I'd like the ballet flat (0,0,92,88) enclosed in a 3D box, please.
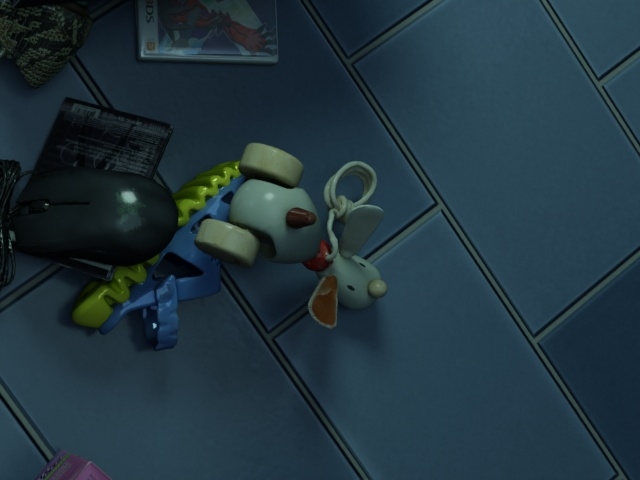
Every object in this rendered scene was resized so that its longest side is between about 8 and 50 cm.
[{"bbox_3d":[-0.526,-0.350,1.711,0.483,0.164,0.182,33,95,-16],"label":"ballet flat"}]

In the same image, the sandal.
[{"bbox_3d":[-0.182,0.024,1.812,0.138,0.126,0.317,45,81,-14],"label":"sandal"}]

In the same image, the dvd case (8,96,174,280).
[{"bbox_3d":[-0.303,-0.070,1.772,0.164,0.018,0.221,16,74,19],"label":"dvd case"}]

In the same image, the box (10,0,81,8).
[{"bbox_3d":[-0.189,-0.581,1.698,0.471,0.297,0.480,-13,83,-31],"label":"box"}]

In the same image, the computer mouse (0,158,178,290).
[{"bbox_3d":[-0.316,-0.028,1.708,0.272,0.072,0.188,-2,70,13],"label":"computer mouse"}]

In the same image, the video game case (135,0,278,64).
[{"bbox_3d":[-0.159,-0.339,1.898,0.201,0.023,0.183,-1,86,-20],"label":"video game case"}]

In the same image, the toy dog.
[{"bbox_3d":[0.000,0.000,1.780,0.333,0.161,0.220,7,97,-45],"label":"toy dog"}]

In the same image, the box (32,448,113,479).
[{"bbox_3d":[-0.264,0.375,1.677,0.213,0.243,0.117,44,73,-10],"label":"box"}]
